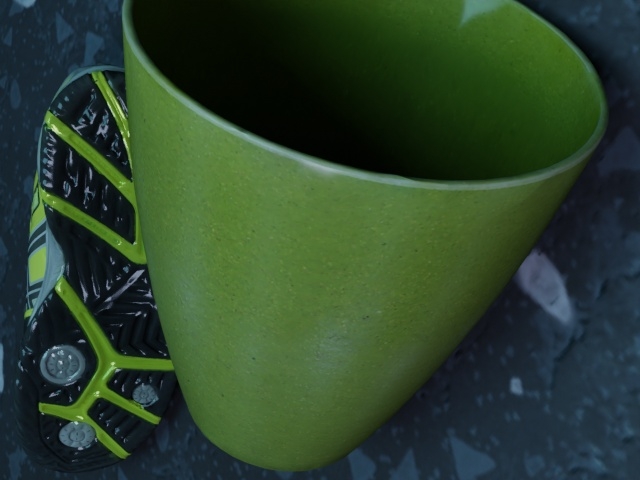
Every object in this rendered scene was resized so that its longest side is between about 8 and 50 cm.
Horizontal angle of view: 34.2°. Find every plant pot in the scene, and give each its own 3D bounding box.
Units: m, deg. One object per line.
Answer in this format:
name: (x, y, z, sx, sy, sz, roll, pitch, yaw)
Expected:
plant pot: (0.000, 0.000, 0.667, 0.275, 0.275, 0.293, 45, 137, 34)

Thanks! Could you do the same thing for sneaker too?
sneaker: (-0.195, 0.029, 0.942, 0.147, 0.145, 0.385, -123, 43, -66)
